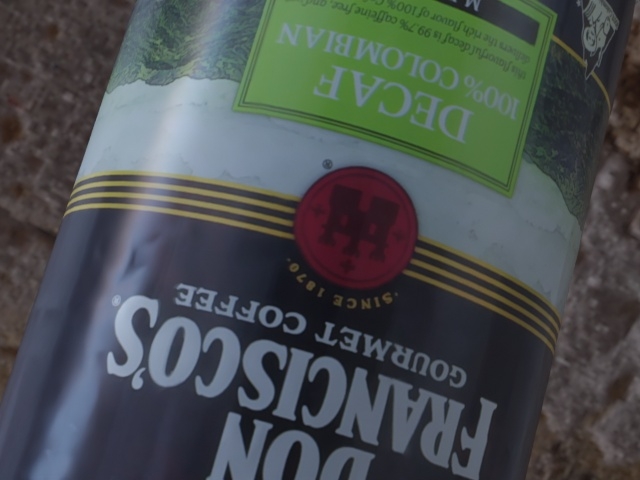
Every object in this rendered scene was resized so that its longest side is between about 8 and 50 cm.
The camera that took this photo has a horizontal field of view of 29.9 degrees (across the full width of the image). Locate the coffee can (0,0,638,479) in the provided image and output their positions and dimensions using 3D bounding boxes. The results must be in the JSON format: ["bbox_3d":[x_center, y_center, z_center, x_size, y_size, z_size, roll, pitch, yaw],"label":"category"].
[{"bbox_3d":[0.000,0.000,0.474,0.201,0.201,0.275,144,142,-74],"label":"coffee can"}]
